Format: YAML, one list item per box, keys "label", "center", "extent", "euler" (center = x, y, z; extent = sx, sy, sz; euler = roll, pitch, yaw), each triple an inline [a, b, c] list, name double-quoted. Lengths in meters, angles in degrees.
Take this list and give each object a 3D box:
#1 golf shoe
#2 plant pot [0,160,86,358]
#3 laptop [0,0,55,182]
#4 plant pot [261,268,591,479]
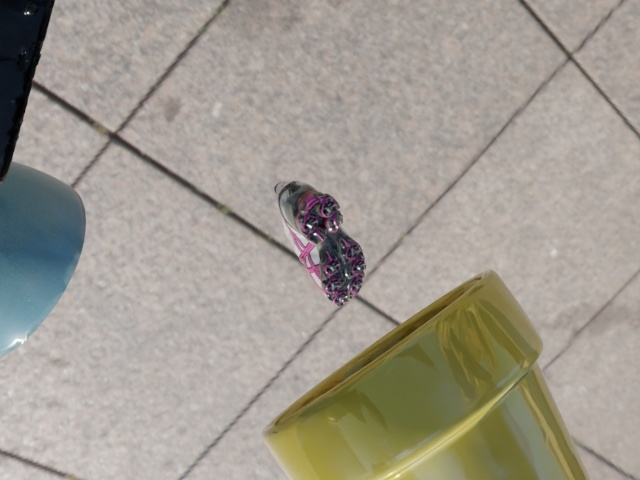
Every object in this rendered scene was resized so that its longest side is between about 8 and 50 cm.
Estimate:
- label: "golf shoe"
  center: [0.000, 0.000, 1.221]
  extent: [0.067, 0.086, 0.186]
  euler: [-36, 130, -18]
- label: "plant pot"
  center: [-0.489, -0.003, 1.341]
  extent: [0.290, 0.290, 0.195]
  euler: [-44, 133, 6]
- label: "laptop"
  center: [-0.335, -0.195, 0.743]
  extent: [0.234, 0.136, 0.264]
  euler: [3, 119, -39]
- label: "plant pot"
  center: [0.117, 0.191, 0.872]
  extent: [0.254, 0.239, 0.254]
  euler: [-36, 176, -3]
